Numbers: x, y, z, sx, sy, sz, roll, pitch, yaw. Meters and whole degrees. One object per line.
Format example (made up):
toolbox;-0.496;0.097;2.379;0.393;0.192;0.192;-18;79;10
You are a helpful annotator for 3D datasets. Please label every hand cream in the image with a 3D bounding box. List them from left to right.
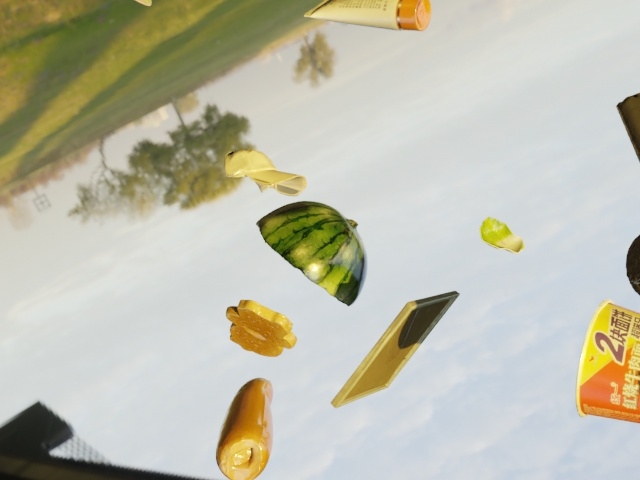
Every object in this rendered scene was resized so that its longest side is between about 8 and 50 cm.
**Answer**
hand cream;0.115;-0.572;2.236;0.314;0.089;0.139;17;-138;32

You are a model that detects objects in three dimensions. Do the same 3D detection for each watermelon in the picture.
watermelon;0.000;0.000;2.325;0.189;0.330;0.331;-52;-166;-1

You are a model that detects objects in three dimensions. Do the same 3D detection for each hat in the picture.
hat;-0.162;-0.222;2.765;0.225;0.164;0.219;-11;168;21

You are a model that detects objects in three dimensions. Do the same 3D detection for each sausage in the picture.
sausage;-0.158;0.401;1.975;0.115;0.134;0.354;7;-167;-2

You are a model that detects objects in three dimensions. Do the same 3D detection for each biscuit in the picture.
biscuit;-0.129;0.192;1.942;0.225;0.165;0.036;107;7;-60

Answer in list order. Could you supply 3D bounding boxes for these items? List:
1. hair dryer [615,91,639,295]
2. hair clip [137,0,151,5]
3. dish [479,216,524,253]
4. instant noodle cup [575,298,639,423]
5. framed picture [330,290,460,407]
hair dryer;0.418;-0.063;1.049;0.197;0.251;0.089;-13;165;-29
hair clip;-0.390;-0.520;1.825;0.022;0.054;0.137;-28;153;16
dish;0.497;-0.002;2.507;0.091;0.137;0.039;-64;-176;-33
instant noodle cup;0.543;0.217;1.511;0.174;0.213;0.213;13;-147;31
framed picture;0.174;0.248;2.072;0.240;0.020;0.324;-8;137;-54
